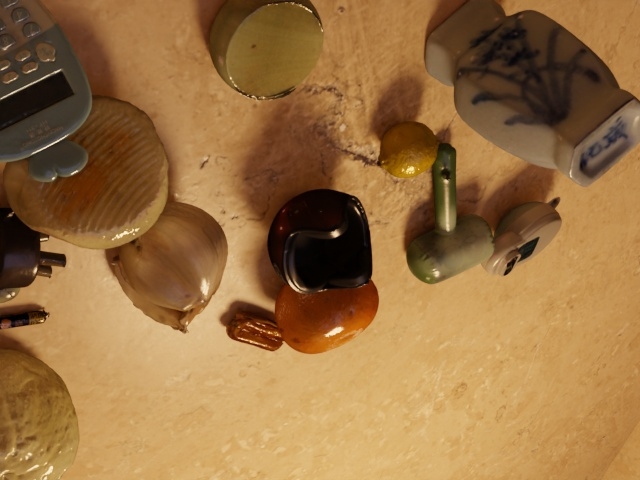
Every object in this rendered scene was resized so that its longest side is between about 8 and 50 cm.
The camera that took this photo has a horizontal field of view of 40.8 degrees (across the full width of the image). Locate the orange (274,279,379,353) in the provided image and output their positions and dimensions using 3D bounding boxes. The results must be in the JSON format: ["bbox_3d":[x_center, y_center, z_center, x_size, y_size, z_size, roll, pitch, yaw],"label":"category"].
[{"bbox_3d":[0.010,0.135,1.792,0.224,0.170,0.224,-27,164,-8],"label":"orange"}]

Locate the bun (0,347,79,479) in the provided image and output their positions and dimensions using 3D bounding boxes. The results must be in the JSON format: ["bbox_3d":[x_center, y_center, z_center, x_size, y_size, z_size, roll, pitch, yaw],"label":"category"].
[{"bbox_3d":[-0.588,0.368,1.487,0.352,0.227,0.349,11,116,-45],"label":"bun"}]

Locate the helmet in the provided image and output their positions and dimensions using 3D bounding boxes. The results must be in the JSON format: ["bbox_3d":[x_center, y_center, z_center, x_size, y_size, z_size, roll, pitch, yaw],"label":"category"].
[{"bbox_3d":[0.000,0.000,1.645,0.216,0.193,0.189,-43,135,-17],"label":"helmet"}]

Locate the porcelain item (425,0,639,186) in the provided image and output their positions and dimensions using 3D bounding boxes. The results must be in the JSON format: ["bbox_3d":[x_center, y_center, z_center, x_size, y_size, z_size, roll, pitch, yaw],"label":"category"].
[{"bbox_3d":[0.371,-0.274,1.530,0.242,0.405,0.178,-40,139,-1],"label":"porcelain item"}]

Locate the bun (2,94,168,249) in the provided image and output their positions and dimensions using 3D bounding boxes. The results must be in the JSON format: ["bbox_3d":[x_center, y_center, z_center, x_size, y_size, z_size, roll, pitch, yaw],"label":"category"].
[{"bbox_3d":[-0.348,-0.104,1.304,0.243,0.153,0.244,2,86,-25],"label":"bun"}]

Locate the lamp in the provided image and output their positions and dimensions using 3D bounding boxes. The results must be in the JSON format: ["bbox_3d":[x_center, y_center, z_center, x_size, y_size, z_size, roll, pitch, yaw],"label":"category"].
[{"bbox_3d":[0.472,-0.011,2.065,0.246,0.108,0.180,-33,151,-24],"label":"lamp"}]

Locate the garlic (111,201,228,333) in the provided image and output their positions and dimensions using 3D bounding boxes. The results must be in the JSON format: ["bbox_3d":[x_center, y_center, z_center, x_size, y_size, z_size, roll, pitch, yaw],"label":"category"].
[{"bbox_3d":[-0.260,0.027,1.485,0.185,0.203,0.281,-57,-178,-18],"label":"garlic"}]

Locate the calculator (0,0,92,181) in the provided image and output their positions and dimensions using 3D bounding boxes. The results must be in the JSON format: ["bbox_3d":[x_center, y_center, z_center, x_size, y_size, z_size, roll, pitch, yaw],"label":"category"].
[{"bbox_3d":[-0.418,-0.217,1.159,0.188,0.042,0.303,-31,114,-17],"label":"calculator"}]

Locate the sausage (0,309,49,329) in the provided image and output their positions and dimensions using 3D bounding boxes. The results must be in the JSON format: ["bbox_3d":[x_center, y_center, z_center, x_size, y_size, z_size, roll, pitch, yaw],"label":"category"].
[{"bbox_3d":[-0.558,0.139,1.463,0.198,0.025,0.028,-4,130,-37],"label":"sausage"}]

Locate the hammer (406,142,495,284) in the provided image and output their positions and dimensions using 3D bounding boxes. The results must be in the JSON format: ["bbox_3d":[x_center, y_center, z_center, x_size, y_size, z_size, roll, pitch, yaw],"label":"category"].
[{"bbox_3d":[0.282,-0.065,1.886,0.206,0.119,0.336,-25,131,-21],"label":"hammer"}]

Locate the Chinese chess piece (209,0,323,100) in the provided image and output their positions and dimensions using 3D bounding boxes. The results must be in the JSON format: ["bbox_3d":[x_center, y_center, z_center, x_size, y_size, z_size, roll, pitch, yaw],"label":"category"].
[{"bbox_3d":[-0.087,-0.321,1.387,0.188,0.083,0.188,-21,138,-20],"label":"Chinese chess piece"}]

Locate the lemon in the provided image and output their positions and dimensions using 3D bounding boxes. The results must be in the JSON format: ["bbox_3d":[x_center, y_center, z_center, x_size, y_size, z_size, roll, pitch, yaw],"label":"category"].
[{"bbox_3d":[0.171,-0.177,1.690,0.133,0.109,0.109,-22,137,-6],"label":"lemon"}]

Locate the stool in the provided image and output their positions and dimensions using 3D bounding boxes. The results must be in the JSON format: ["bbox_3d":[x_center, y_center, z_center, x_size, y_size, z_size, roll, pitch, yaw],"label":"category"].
[{"bbox_3d":[-0.485,0.033,1.356,0.121,0.125,0.217,2,133,-41],"label":"stool"}]

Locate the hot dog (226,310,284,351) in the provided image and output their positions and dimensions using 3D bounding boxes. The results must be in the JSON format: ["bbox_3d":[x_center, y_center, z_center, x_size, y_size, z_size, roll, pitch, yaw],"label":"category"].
[{"bbox_3d":[-0.129,0.194,1.830,0.165,0.045,0.071,25,106,-47],"label":"hot dog"}]
